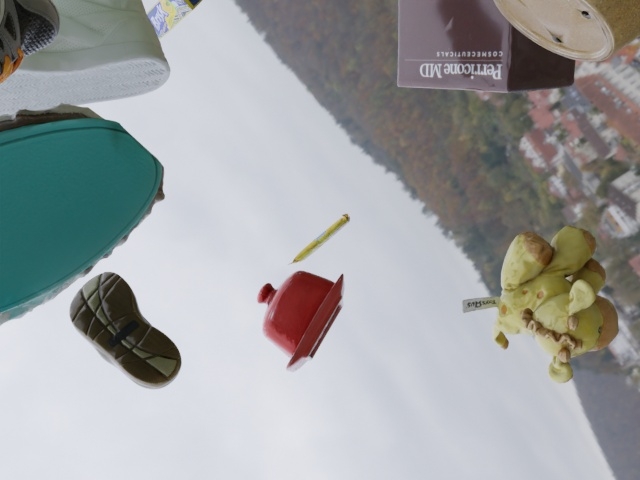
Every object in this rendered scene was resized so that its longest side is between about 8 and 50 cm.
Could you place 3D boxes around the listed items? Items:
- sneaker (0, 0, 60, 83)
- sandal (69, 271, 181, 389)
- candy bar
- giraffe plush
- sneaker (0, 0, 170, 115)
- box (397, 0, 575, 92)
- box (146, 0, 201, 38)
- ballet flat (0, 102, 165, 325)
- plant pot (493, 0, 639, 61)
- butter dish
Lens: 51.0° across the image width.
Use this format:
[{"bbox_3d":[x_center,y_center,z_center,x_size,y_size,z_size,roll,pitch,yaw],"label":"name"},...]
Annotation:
[{"bbox_3d":[-0.233,-0.104,0.410,0.083,0.084,0.215,53,-145,-11],"label":"sneaker"},{"bbox_3d":[-0.207,0.101,0.715,0.180,0.072,0.049,37,152,32],"label":"sandal"},{"bbox_3d":[0.000,0.000,1.367,0.018,0.161,0.040,51,-168,11],"label":"candy bar"},{"bbox_3d":[0.323,0.091,0.906,0.170,0.210,0.182,-131,18,-69],"label":"giraffe plush"},{"bbox_3d":[-0.340,-0.241,0.778,0.169,0.292,0.108,70,154,17],"label":"sneaker"},{"bbox_3d":[0.201,-0.377,0.809,0.191,0.143,0.382,18,117,50],"label":"box"},{"bbox_3d":[-0.303,-0.479,1.381,0.059,0.169,0.054,47,-119,-22],"label":"box"},{"bbox_3d":[-0.313,0.023,0.490,0.147,0.409,0.147,42,156,24],"label":"ballet flat"},{"bbox_3d":[0.258,-0.286,0.549,0.237,0.254,0.237,35,-178,-2],"label":"plant pot"},{"bbox_3d":[-0.041,0.104,1.006,0.118,0.160,0.160,30,171,9],"label":"butter dish"}]
